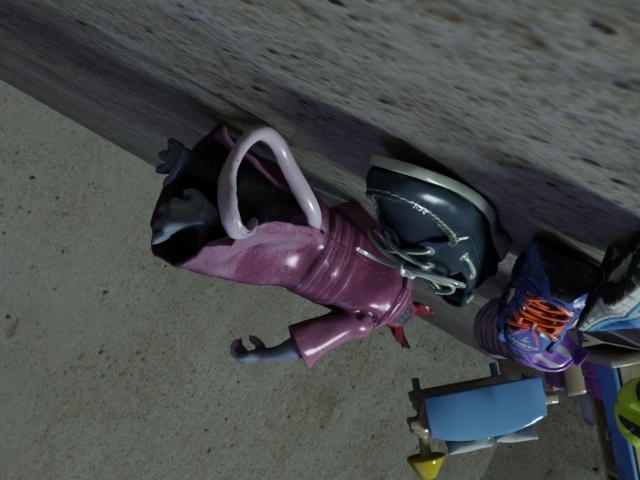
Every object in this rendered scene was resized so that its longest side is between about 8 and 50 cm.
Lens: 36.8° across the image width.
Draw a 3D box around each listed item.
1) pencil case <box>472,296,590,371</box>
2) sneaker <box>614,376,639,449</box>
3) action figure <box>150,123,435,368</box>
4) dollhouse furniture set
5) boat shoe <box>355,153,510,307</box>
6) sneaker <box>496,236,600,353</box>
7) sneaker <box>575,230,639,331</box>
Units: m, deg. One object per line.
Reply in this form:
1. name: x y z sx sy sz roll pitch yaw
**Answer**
1. pencil case: 0.250 0.114 1.176 0.088 0.086 0.206 43 176 -2
2. sneaker: 0.456 0.200 0.984 0.295 0.110 0.123 22 -160 23
3. action figure: 0.000 0.000 1.055 0.370 0.248 0.275 30 149 -24
4. dollhouse furniture set: 0.244 0.255 1.223 0.303 0.198 0.286 -10 179 -5
5. boat shoe: 0.090 -0.002 0.793 0.095 0.079 0.254 26 176 22
6. sneaker: 0.193 0.057 0.814 0.083 0.087 0.221 26 176 11
7. sneaker: 0.217 0.042 0.632 0.073 0.063 0.162 24 176 6
